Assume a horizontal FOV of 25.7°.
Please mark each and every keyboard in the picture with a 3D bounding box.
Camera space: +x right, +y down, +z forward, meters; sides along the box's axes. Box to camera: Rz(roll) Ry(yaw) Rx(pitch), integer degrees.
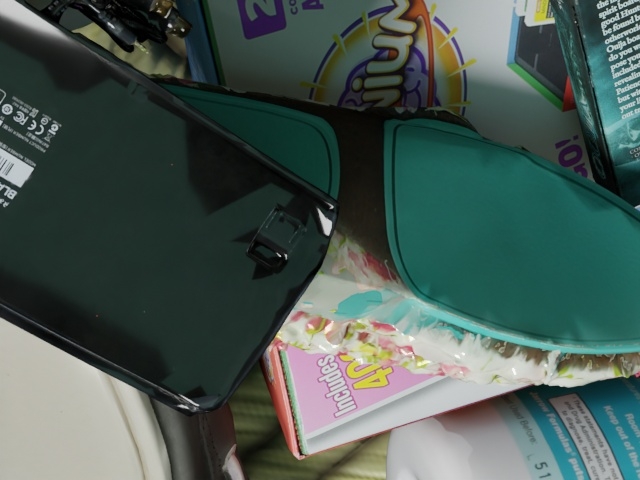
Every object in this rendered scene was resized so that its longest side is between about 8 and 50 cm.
[{"bbox_3d":[-0.080,-0.040,0.349,0.192,0.038,0.100,33,102,-21],"label":"keyboard"}]

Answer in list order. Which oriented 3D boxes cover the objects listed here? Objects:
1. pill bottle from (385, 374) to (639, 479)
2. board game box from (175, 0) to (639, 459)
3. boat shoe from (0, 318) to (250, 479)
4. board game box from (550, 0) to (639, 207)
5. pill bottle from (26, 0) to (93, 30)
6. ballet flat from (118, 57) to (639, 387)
[{"bbox_3d":[0.172,0.115,0.614,0.264,0.146,0.146,-11,128,-11],"label":"pill bottle"},{"bbox_3d":[0.114,-0.067,0.512,0.316,0.064,0.242,-16,128,-8],"label":"board game box"},{"bbox_3d":[-0.079,0.108,0.571,0.112,0.095,0.335,6,127,21],"label":"boat shoe"},{"bbox_3d":[0.164,-0.097,0.448,0.186,0.026,0.126,-24,129,-1],"label":"board game box"},{"bbox_3d":[-0.084,-0.150,0.356,0.103,0.103,0.184,-4,127,-17],"label":"pill bottle"},{"bbox_3d":[0.000,0.000,0.439,0.241,0.091,0.077,15,151,-19],"label":"ballet flat"}]
